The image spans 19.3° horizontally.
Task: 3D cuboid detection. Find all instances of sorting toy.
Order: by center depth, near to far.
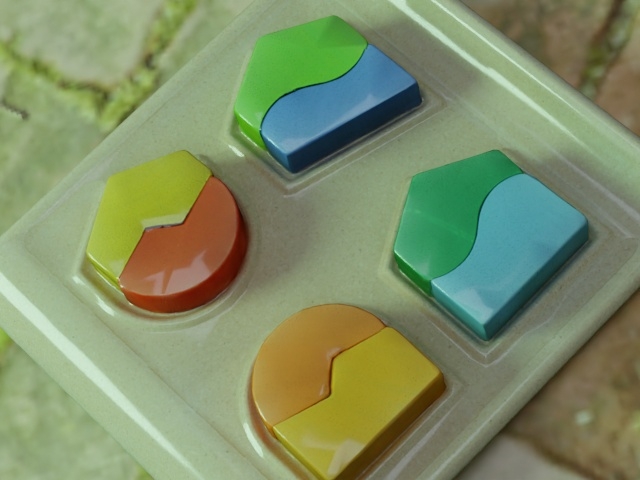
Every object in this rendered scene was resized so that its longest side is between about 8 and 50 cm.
[{"bbox_3d":[0.000,0.000,0.688,0.193,0.038,0.208,41,82,23],"label":"sorting toy"}]
